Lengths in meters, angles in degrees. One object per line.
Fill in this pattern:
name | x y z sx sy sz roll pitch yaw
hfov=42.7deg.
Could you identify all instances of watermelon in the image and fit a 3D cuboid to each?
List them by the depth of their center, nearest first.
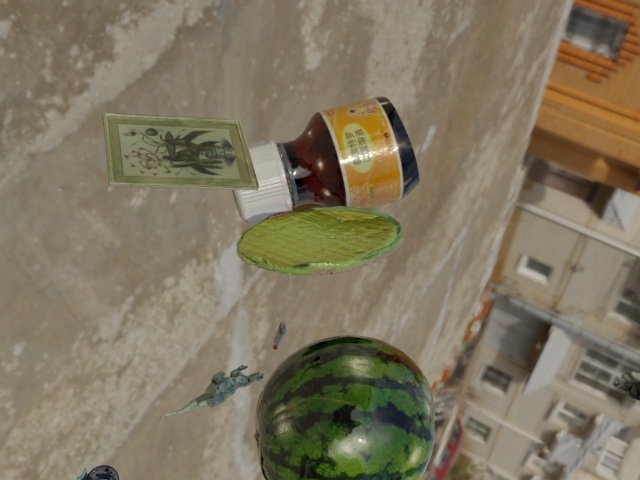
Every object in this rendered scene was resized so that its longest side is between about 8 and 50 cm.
watermelon | 0.037 0.288 1.254 0.285 0.285 0.285 -54 159 -31

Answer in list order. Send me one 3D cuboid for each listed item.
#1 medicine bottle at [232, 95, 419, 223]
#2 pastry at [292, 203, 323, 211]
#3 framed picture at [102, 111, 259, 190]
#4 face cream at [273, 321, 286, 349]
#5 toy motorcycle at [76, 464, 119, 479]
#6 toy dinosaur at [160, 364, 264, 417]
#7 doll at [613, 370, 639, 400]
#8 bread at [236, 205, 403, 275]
medicine bottle | -0.001 -0.153 1.783 0.395 0.242 0.242 -20 150 -7
pastry | -0.027 -0.082 2.170 0.097 0.109 0.057 -56 154 -33
framed picture | -0.223 -0.141 1.296 0.231 0.173 0.010 0 136 -21
face cream | -0.108 0.254 2.145 0.040 0.021 0.083 -91 -162 -51
toy motorcycle | -0.472 0.647 1.881 0.182 0.272 0.124 -51 -166 -22
toy dinosaur | -0.234 0.337 1.787 0.242 0.053 0.167 -30 165 -16
doll | 0.724 0.326 1.774 0.070 0.195 0.096 -43 118 -31
bread | -0.002 0.002 1.466 0.301 0.302 0.045 -37 127 -55
